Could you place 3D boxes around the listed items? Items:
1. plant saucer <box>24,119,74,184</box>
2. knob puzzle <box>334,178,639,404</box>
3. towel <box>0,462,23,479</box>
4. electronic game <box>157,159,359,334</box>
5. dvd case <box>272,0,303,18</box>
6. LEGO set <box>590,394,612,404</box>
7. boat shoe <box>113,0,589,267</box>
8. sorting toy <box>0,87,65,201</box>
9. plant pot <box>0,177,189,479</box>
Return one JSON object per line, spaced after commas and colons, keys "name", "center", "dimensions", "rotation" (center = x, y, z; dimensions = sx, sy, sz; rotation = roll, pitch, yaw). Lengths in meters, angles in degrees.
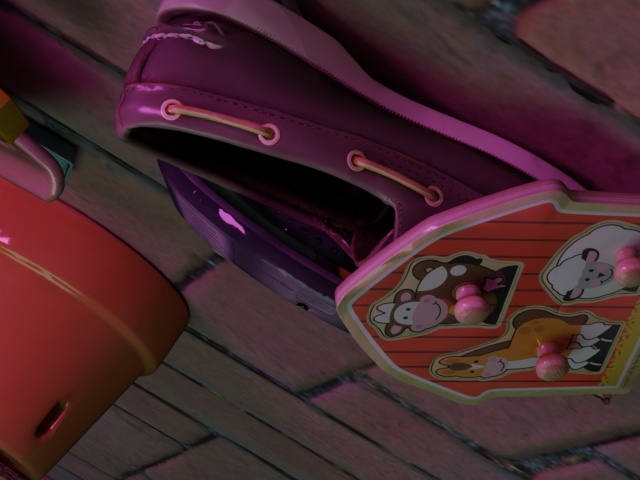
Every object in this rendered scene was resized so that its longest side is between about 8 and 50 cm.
{"name": "plant saucer", "center": [-0.279, -0.106, 1.375], "dimensions": [0.192, 0.018, 0.067], "rotation": [30, 161, -5]}
{"name": "knob puzzle", "center": [0.104, 0.040, 0.961], "dimensions": [0.213, 0.030, 0.213], "rotation": [-5, 141, -4]}
{"name": "towel", "center": [-0.343, 0.200, 1.604], "dimensions": [0.148, 0.027, 0.110], "rotation": [10, 153, 44]}
{"name": "electronic game", "center": [0.000, 0.000, 1.082], "dimensions": [0.229, 0.048, 0.229], "rotation": [30, -168, -7]}
{"name": "dvd case", "center": [-0.071, -0.154, 0.965], "dimensions": [0.119, 0.013, 0.087], "rotation": [21, 159, 25]}
{"name": "LEGO set", "center": [0.184, 0.091, 1.229], "dimensions": [0.054, 0.023, 0.083], "rotation": [26, 174, 15]}
{"name": "boat shoe", "center": [0.037, -0.028, 0.986], "dimensions": [0.324, 0.097, 0.116], "rotation": [30, 160, -16]}
{"name": "sorting toy", "center": [-0.261, -0.121, 1.181], "dimensions": [0.229, 0.041, 0.307], "rotation": [48, 167, -30]}
{"name": "plant pot", "center": [-0.297, 0.087, 1.609], "dimensions": [0.290, 0.203, 0.291], "rotation": [26, 161, 10]}
